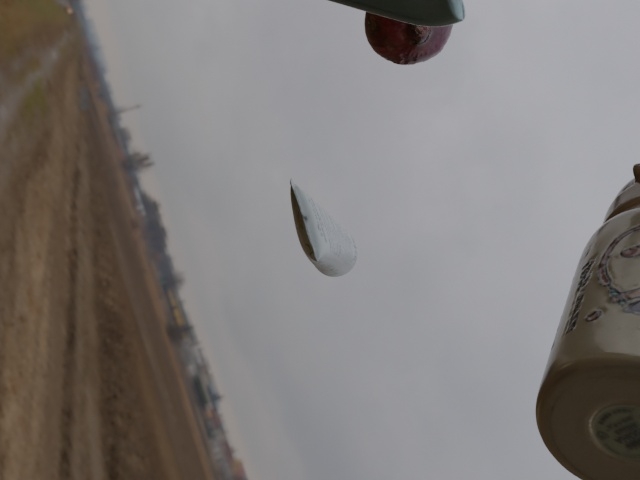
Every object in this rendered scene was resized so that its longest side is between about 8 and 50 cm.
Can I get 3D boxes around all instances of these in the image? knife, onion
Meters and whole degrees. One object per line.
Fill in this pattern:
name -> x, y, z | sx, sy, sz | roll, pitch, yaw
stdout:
knife -> -0.007, -0.156, 0.653 | 0.210, 0.015, 0.028 | 20, -40, 30
onion -> 0.104, -0.256, 1.288 | 0.097, 0.107, 0.107 | -98, 175, -61

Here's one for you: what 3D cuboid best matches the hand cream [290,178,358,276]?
hand cream -> 0.000, 0.000, 0.923 | 0.194, 0.042, 0.067 | 44, 32, -76

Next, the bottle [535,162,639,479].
bottle -> 0.190, 0.042, 0.618 | 0.209, 0.097, 0.110 | -57, 133, -49
